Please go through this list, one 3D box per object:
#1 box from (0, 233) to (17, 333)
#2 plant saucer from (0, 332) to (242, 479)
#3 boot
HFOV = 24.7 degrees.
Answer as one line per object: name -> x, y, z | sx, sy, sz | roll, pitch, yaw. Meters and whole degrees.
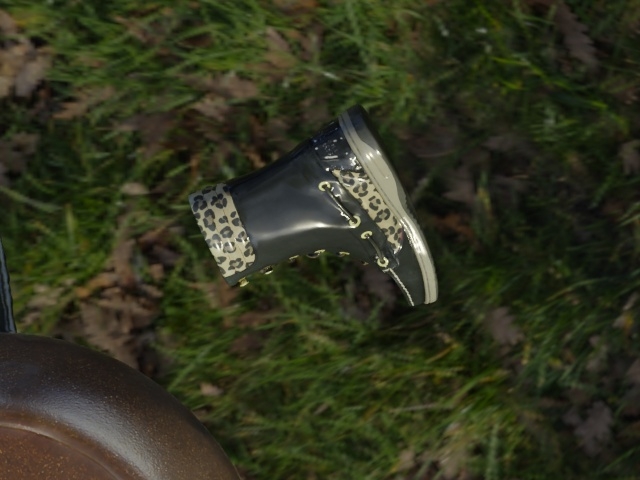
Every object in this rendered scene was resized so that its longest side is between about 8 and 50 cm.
box -> -0.429, 0.133, 1.021 | 0.395, 0.212, 0.293 | 2, 118, -19
plant saucer -> -0.184, 0.209, 0.838 | 0.310, 0.050, 0.311 | 0, 95, 4
boot -> -0.001, -0.002, 1.323 | 0.178, 0.236, 0.085 | -24, 44, 3
